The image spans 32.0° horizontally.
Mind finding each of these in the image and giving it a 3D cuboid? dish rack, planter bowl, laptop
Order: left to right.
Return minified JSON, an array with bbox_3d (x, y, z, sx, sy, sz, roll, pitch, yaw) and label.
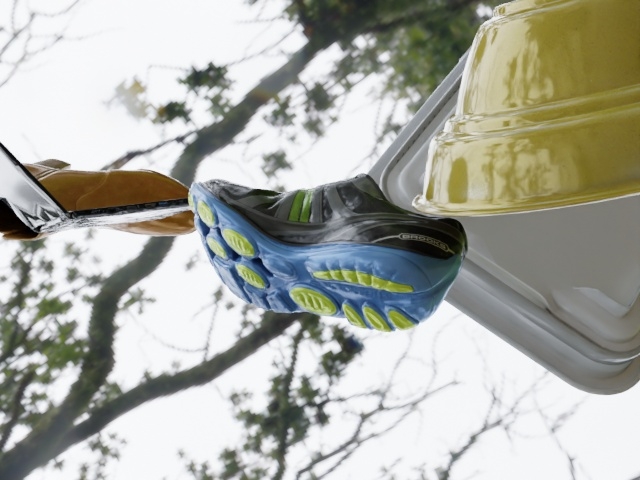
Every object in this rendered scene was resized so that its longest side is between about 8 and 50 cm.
[{"bbox_3d":[-0.288,-0.084,1.308,0.264,0.234,0.136,-8,-90,-24],"label":"laptop"},{"bbox_3d":[0.215,-0.057,0.966,0.285,0.072,0.333,35,-125,7],"label":"dish rack"},{"bbox_3d":[0.141,-0.082,0.543,0.217,0.217,0.090,-29,-73,-56],"label":"planter bowl"}]

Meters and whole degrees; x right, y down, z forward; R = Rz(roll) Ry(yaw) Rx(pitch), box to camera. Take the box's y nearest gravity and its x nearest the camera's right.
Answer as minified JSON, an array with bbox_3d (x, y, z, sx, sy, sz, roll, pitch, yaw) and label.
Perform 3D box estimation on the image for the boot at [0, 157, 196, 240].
[{"bbox_3d":[-0.332,-0.039,1.566,0.295,0.104,0.211,15,-158,12],"label":"boot"}]

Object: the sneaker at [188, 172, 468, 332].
[{"bbox_3d":[0.000,0.000,0.627,0.078,0.188,0.067,-41,-50,-37],"label":"sneaker"}]
